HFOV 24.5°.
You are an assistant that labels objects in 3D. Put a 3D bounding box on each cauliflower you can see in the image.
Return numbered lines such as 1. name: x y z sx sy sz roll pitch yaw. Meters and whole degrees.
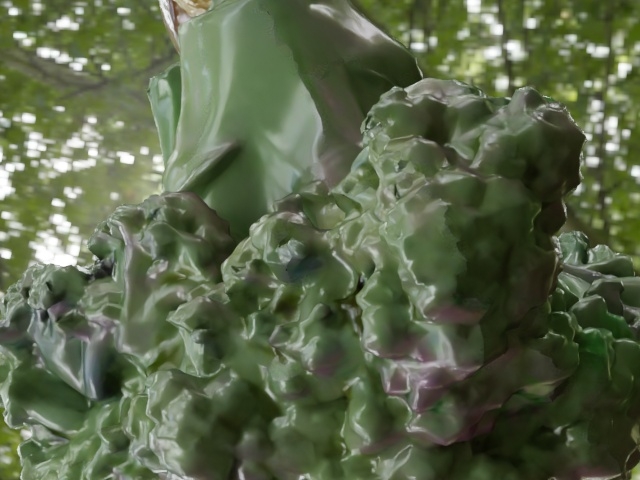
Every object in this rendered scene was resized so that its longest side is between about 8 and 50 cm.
1. cauliflower: 0.000 0.000 0.533 0.239 0.256 0.315 17 -125 -66

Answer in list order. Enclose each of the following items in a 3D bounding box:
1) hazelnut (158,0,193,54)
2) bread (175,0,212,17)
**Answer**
1. hazelnut: -0.053 -0.200 1.089 0.150 0.150 0.150 -10 -76 -43
2. bread: -0.068 -0.205 0.823 0.149 0.073 0.122 46 -140 -32
